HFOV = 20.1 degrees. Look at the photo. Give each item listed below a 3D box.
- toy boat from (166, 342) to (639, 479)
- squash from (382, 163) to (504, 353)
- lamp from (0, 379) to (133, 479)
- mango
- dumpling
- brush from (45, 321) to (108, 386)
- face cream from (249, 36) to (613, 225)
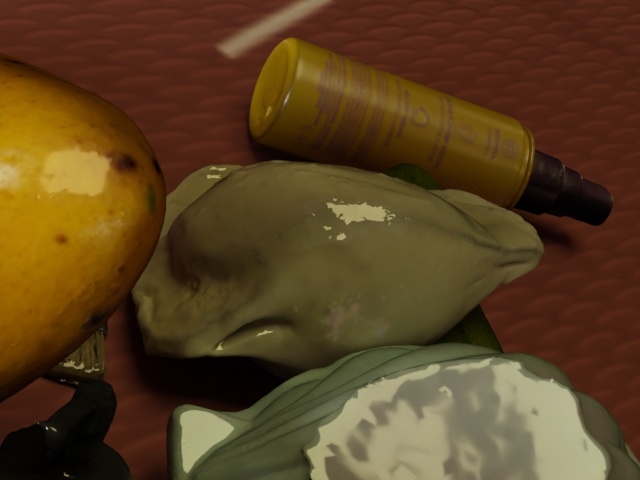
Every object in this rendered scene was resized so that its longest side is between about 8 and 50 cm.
[{"bbox_3d":[0.067,0.131,0.943,0.290,0.100,0.199,1,61,-20],"label":"toy boat"},{"bbox_3d":[0.071,0.048,1.125,0.069,0.069,0.258,13,39,-27],"label":"squash"},{"bbox_3d":[-0.112,0.193,0.652,0.272,0.205,0.374,6,26,-40],"label":"lamp"},{"bbox_3d":[-0.192,0.003,0.814,0.160,0.290,0.191,51,50,-34],"label":"mango"},{"bbox_3d":[0.000,0.000,1.069,0.252,0.131,0.179,-16,30,-16],"label":"dumpling"},{"bbox_3d":[-0.143,0.022,1.040,0.043,0.014,0.170,18,33,-18],"label":"brush"},{"bbox_3d":[0.087,-0.065,1.283,0.273,0.078,0.078,18,35,-20],"label":"face cream"}]
